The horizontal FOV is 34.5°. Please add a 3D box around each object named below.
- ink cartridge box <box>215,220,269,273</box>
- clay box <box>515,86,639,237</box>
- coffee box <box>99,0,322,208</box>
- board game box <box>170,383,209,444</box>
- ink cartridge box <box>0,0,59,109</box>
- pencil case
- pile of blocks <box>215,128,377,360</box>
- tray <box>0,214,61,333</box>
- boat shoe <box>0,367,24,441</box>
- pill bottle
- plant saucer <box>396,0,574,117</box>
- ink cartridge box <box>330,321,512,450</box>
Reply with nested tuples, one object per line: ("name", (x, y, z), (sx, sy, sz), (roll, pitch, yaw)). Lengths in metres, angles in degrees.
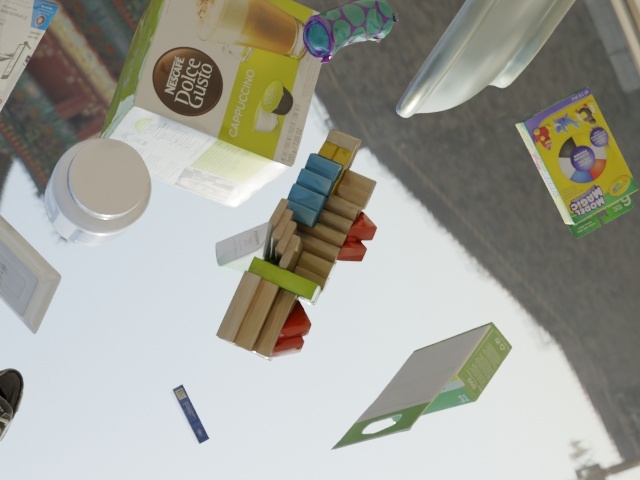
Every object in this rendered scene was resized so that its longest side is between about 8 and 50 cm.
("ink cartridge box", (-0.055, 0.007, 1.904), (0.181, 0.224, 0.056), (24, -129, -60))
("clay box", (0.433, -0.126, 1.710), (0.222, 0.127, 0.053), (61, 176, -4))
("coffee box", (-0.225, -0.309, 2.091), (0.334, 0.338, 0.338), (20, -109, -19))
("board game box", (-0.196, 0.261, 1.539), (0.090, 0.020, 0.090), (63, 165, 5))
("ink cartridge box", (-0.515, -0.304, 1.577), (0.086, 0.203, 0.148), (35, -167, 12))
("pencil case", (0.043, -0.312, 1.507), (0.151, 0.064, 0.070), (-28, -73, -41))
("pile of blocks", (0.000, 0.000, 1.264), (0.149, 0.112, 0.362), (104, -169, -59))
("tray", (-0.638, 0.057, 2.095), (0.270, 0.145, 0.030), (39, -159, 29))
("boat shoe", (-0.573, 0.305, 1.740), (0.108, 0.102, 0.301), (52, -169, -12))
("pill bottle", (-0.254, -0.057, 1.179), (0.112, 0.112, 0.186), (66, 160, -3))
("plant saucer", (0.237, -0.294, 1.214), (0.100, 0.400, 0.400), (34, -159, -2))
("ink cartridge box", (0.140, 0.215, 1.404), (0.056, 0.171, 0.235), (52, -131, -9))
